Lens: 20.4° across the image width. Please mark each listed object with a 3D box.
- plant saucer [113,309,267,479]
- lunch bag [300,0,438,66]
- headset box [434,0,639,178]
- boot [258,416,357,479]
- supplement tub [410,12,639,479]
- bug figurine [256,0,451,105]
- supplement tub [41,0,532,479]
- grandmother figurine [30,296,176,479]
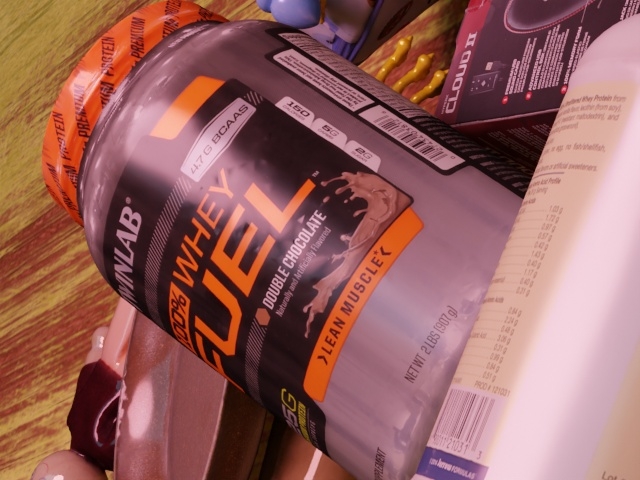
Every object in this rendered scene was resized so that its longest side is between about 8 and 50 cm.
[{"bbox_3d":[-0.094,0.103,1.340,0.310,0.050,0.310,-169,90,-71],"label":"plant saucer"},{"bbox_3d":[0.087,-0.279,1.284,0.243,0.115,0.303,-39,-13,-39],"label":"lunch bag"},{"bbox_3d":[0.204,-0.155,1.124,0.293,0.110,0.218,-6,62,58],"label":"headset box"},{"bbox_3d":[0.013,0.158,1.219,0.236,0.089,0.269,-7,60,58],"label":"boot"},{"bbox_3d":[0.200,0.035,0.839,0.235,0.235,0.324,11,76,61],"label":"supplement tub"},{"bbox_3d":[-0.011,-0.093,1.282,0.072,0.216,0.279,-38,-24,-30],"label":"bug figurine"},{"bbox_3d":[0.000,0.000,1.094,0.338,0.207,0.207,35,100,26],"label":"supplement tub"},{"bbox_3d":[-0.167,0.120,1.549,0.342,0.104,0.208,-62,19,-2],"label":"grandmother figurine"}]
